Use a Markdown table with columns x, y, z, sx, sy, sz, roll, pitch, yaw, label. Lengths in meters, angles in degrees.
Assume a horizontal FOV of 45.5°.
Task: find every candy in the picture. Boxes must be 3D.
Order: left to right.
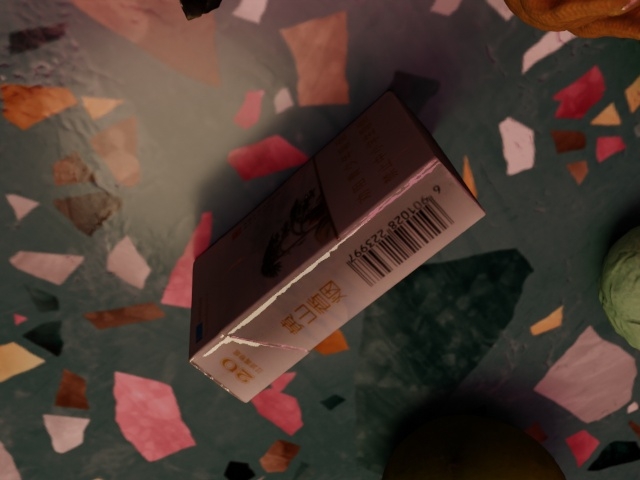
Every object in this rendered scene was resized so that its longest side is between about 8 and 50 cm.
| x | y | z | sx | sy | sz | roll | pitch | yaw | label |
| --- | --- | --- | --- | --- | --- | --- | --- | --- | --- |
| 0.382 | 0.151 | 0.774 | 0.119 | 0.119 | 0.440 | -28 | 126 | 8 | candy |

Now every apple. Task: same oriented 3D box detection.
| x | y | z | sx | sy | sz | roll | pitch | yaw | label |
| --- | --- | --- | --- | --- | --- | --- | --- | --- | --- |
| 0.153 | 0.265 | 0.763 | 0.196 | 0.157 | 0.196 | -3 | 119 | -6 | apple |

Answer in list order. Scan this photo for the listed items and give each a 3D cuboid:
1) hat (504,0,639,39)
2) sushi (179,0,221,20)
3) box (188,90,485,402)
| x | y | z | sx | sy | sz | roll | pitch | yaw | label |
| --- | --- | --- | --- | --- | --- | --- | --- | --- | --- |
| 0.141 | -0.224 | 0.480 | 0.233 | 0.233 | 0.244 | 0 | 144 | 43 | hat |
| -0.139 | -0.257 | 0.442 | 0.131 | 0.139 | 0.291 | -28 | 121 | 16 | sushi |
| -0.001 | 0.001 | 0.597 | 0.233 | 0.149 | 0.067 | -40 | 114 | 14 | box |
